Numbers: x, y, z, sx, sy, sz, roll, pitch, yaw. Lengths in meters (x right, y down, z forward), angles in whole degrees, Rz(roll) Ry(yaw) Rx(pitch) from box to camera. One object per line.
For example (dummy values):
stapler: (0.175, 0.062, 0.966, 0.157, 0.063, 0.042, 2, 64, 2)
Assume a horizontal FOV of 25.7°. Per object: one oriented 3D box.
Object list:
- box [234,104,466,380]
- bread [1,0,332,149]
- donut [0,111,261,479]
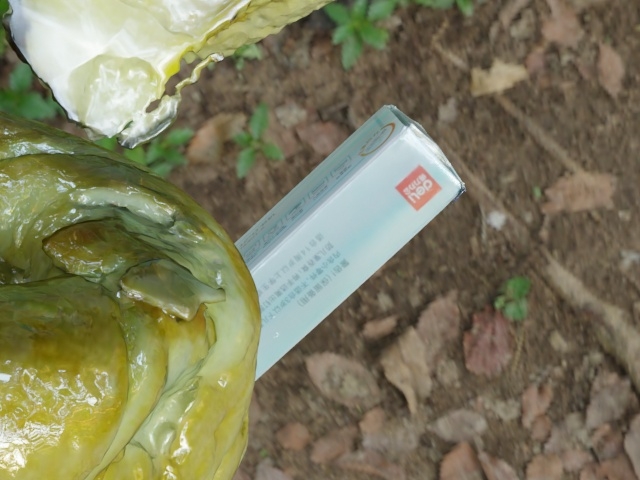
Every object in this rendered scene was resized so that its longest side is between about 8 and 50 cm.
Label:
box: (0.000, 0.000, 1.236, 0.269, 0.079, 0.135, -43, 14, 5)
bread: (-0.061, -0.130, 0.591, 0.169, 0.140, 0.160, -22, 11, 35)
donut: (-0.198, 0.046, 0.695, 0.360, 0.360, 0.170, 31, 116, 29)
